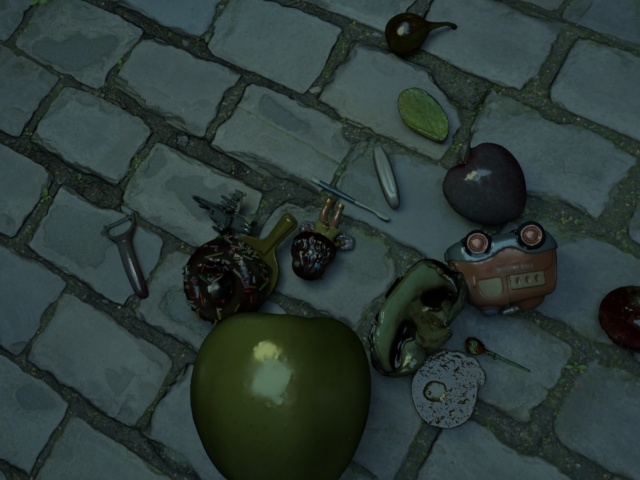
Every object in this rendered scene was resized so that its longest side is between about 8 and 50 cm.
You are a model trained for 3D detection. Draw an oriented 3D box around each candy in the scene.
[{"bbox_3d":[0.469,0.308,1.570,0.184,0.055,0.049,25,124,6],"label":"candy"}]

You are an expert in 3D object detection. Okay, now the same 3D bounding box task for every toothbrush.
[{"bbox_3d":[0.087,-0.123,1.760,0.275,0.025,0.019,29,76,18],"label":"toothbrush"}]

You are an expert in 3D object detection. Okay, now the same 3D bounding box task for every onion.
[{"bbox_3d":[0.802,0.189,1.486,0.183,0.147,0.184,-7,60,13],"label":"onion"}]

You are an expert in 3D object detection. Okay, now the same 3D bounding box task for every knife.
[{"bbox_3d":[-0.597,0.053,1.816,0.123,0.053,0.278,-26,71,8],"label":"knife"}]

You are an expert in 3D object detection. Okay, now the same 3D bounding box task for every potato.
[{"bbox_3d":[0.310,-0.369,1.769,0.198,0.054,0.119,42,85,13],"label":"potato"}]

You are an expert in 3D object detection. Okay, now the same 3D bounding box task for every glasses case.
[{"bbox_3d":[0.193,-0.186,1.727,0.049,0.074,0.193,-16,74,5],"label":"glasses case"}]

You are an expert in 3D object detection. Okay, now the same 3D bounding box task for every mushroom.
[{"bbox_3d":[0.265,0.206,1.535,0.247,0.130,0.344,45,116,51],"label":"mushroom"}]

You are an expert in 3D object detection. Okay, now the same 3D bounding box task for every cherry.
[{"bbox_3d":[0.447,-0.155,1.618,0.213,0.183,0.266,-41,85,12],"label":"cherry"}]

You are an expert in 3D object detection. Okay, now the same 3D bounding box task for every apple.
[{"bbox_3d":[-0.100,0.382,1.445,0.473,0.473,0.474,-2,75,9],"label":"apple"}]

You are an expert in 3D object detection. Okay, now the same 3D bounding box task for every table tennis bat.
[{"bbox_3d":[-0.178,0.049,1.710,0.198,0.050,0.321,45,105,14],"label":"table tennis bat"}]

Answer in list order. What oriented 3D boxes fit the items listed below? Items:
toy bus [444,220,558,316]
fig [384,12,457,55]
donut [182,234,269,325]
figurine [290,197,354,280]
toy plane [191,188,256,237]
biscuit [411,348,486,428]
[{"bbox_3d":[0.482,0.079,1.559,0.287,0.194,0.232,-11,86,6],"label":"toy bus"},{"bbox_3d":[0.316,-0.646,1.819,0.236,0.124,0.124,-11,73,-6],"label":"fig"},{"bbox_3d":[-0.277,0.119,1.676,0.269,0.103,0.270,0,91,24],"label":"donut"},{"bbox_3d":[-0.001,0.001,1.690,0.174,0.116,0.240,23,80,14],"label":"figurine"},{"bbox_3d":[-0.307,-0.082,1.783,0.262,0.088,0.192,25,108,19],"label":"toy plane"},{"bbox_3d":[0.331,0.391,1.562,0.181,0.049,0.208,17,77,14],"label":"biscuit"}]
